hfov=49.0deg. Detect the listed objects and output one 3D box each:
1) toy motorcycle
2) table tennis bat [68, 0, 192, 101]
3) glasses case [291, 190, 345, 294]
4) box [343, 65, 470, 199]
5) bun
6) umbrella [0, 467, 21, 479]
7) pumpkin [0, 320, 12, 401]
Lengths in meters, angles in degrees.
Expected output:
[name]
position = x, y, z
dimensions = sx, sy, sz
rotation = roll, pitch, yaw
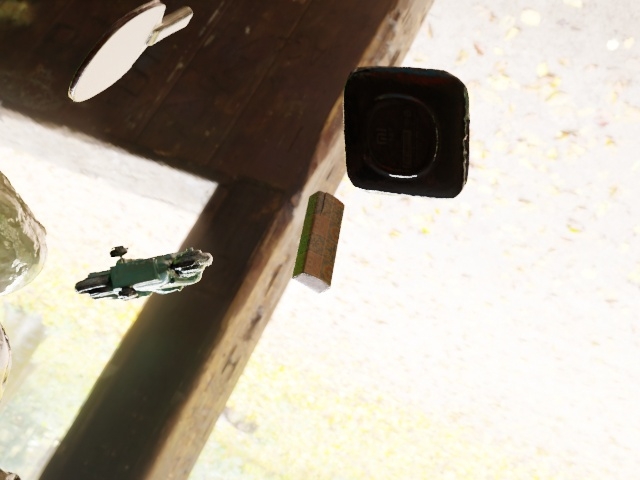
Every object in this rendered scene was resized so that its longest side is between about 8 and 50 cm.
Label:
[toy motorcycle]
position = -0.371, 0.071, 1.512
dimensions = 0.297, 0.109, 0.198
rotation = -12, 171, -1
[table tennis bat]
position = -0.271, -0.297, 1.047
dimensions = 0.022, 0.301, 0.173
rotation = 41, 127, -7
[glasses case]
position = 0.000, 0.000, 1.466
dimensions = 0.075, 0.218, 0.049
rotation = 34, 138, -28
[box]
position = 0.134, -0.165, 1.098
dimensions = 0.201, 0.042, 0.212
rotation = 4, 116, 12
[bun]
position = -0.720, -0.046, 1.432
dimensions = 0.361, 0.213, 0.361
rotation = 9, 130, 10
[umbrella]
position = -0.477, 0.211, 0.704
dimensions = 0.358, 0.106, 0.113
rotation = 29, -175, 3
[pumpkin]
position = -0.411, 0.139, 0.543
dimensions = 0.222, 0.317, 0.139
rotation = 30, 164, 20
